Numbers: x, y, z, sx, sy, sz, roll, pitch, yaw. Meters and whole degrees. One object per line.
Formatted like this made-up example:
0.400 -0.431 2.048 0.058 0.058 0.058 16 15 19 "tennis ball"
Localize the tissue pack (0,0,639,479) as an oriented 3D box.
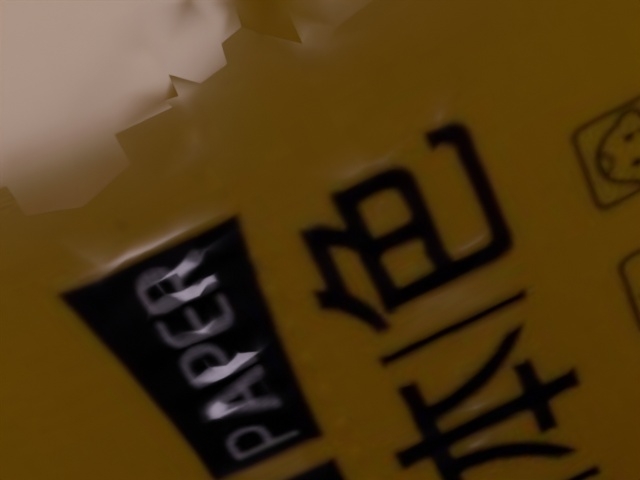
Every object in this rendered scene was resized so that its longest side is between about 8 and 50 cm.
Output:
0.000 0.000 0.499 0.293 0.228 0.382 -25 130 1 "tissue pack"
